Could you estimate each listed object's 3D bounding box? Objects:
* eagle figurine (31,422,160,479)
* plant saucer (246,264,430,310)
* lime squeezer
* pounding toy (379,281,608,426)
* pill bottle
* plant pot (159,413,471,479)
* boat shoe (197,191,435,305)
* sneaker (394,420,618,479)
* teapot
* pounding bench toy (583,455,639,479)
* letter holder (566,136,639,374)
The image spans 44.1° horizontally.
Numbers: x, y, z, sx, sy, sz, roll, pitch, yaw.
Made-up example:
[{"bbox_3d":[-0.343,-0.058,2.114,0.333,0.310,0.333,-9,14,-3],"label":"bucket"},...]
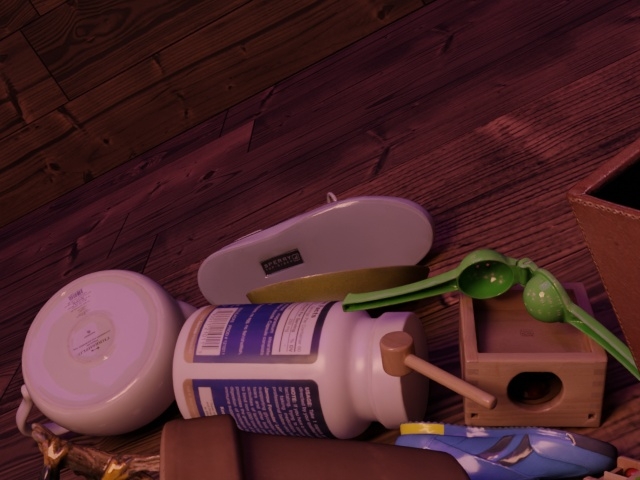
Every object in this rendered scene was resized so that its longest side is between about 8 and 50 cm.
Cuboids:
[{"bbox_3d":[-0.276,0.313,0.733,0.226,0.225,0.298,-26,30,34],"label":"eagle figurine"},{"bbox_3d":[0.025,0.072,1.023,0.240,0.037,0.241,-7,-10,-1],"label":"plant saucer"},{"bbox_3d":[0.178,0.058,0.737,0.310,0.059,0.110,15,36,29],"label":"lime squeezer"},{"bbox_3d":[0.162,0.129,0.766,0.205,0.094,0.181,-1,31,8],"label":"pounding toy"},{"bbox_3d":[-0.019,0.146,0.894,0.264,0.153,0.153,-3,34,22],"label":"pill bottle"},{"bbox_3d":[0.005,0.257,0.609,0.229,0.263,0.263,-5,23,-9],"label":"plant pot"},{"bbox_3d":[0.002,0.008,1.206,0.367,0.136,0.156,-19,13,19],"label":"boat shoe"},{"bbox_3d":[0.163,0.212,0.723,0.209,0.069,0.082,-6,63,30],"label":"sneaker"},{"bbox_3d":[-0.293,0.180,1.149,0.255,0.187,0.253,8,63,20],"label":"teapot"},{"bbox_3d":[0.246,0.221,0.617,0.065,0.083,0.052,-9,9,-40],"label":"pounding bench toy"},{"bbox_3d":[0.327,0.071,0.501,0.152,0.302,0.214,-35,25,-9],"label":"letter holder"}]
